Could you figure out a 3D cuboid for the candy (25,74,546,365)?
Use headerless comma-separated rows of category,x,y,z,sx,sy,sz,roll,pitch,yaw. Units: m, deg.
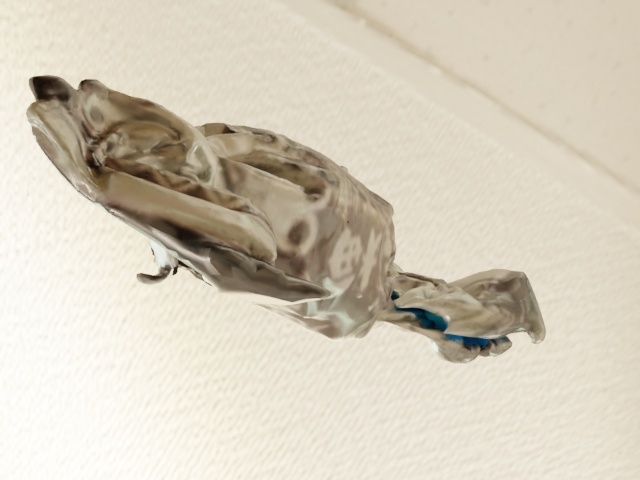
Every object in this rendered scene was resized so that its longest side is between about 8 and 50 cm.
candy,0.000,0.001,0.453,0.094,0.226,0.051,20,-90,26
